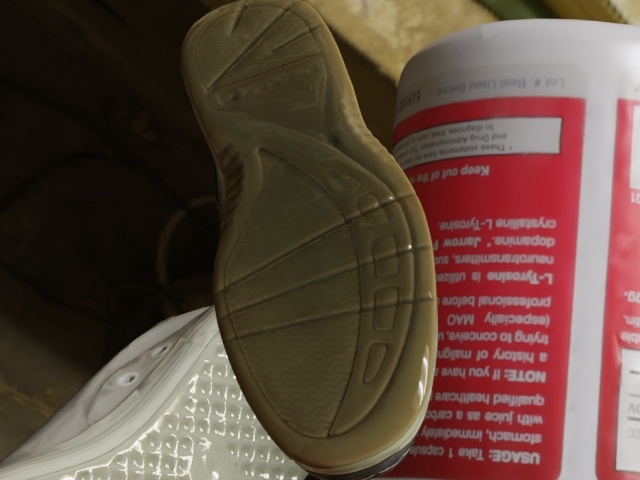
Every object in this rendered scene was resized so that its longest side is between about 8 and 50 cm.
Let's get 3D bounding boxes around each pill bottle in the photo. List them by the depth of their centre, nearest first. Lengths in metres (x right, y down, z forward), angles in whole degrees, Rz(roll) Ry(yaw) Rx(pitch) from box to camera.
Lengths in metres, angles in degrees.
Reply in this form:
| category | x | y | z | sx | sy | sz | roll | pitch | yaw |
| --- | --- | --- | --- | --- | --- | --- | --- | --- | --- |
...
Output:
| category | x | y | z | sx | sy | sz | roll | pitch | yaw |
| --- | --- | --- | --- | --- | --- | --- | --- | --- | --- |
| pill bottle | 0.147 | 0.085 | 0.953 | 0.229 | 0.229 | 0.407 | 12 | 77 | -28 |

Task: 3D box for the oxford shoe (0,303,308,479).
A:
| category | x | y | z | sx | sy | sz | roll | pitch | yaw |
| --- | --- | --- | --- | --- | --- | --- | --- | --- | --- |
| oxford shoe | -0.143 | 0.177 | 0.897 | 0.449 | 0.130 | 0.169 | -43 | 109 | -41 |

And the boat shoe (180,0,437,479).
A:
| category | x | y | z | sx | sy | sz | roll | pitch | yaw |
| --- | --- | --- | --- | --- | --- | --- | --- | --- | --- |
| boat shoe | -0.001 | 0.000 | 0.566 | 0.080 | 0.223 | 0.073 | -19 | 141 | 2 |
